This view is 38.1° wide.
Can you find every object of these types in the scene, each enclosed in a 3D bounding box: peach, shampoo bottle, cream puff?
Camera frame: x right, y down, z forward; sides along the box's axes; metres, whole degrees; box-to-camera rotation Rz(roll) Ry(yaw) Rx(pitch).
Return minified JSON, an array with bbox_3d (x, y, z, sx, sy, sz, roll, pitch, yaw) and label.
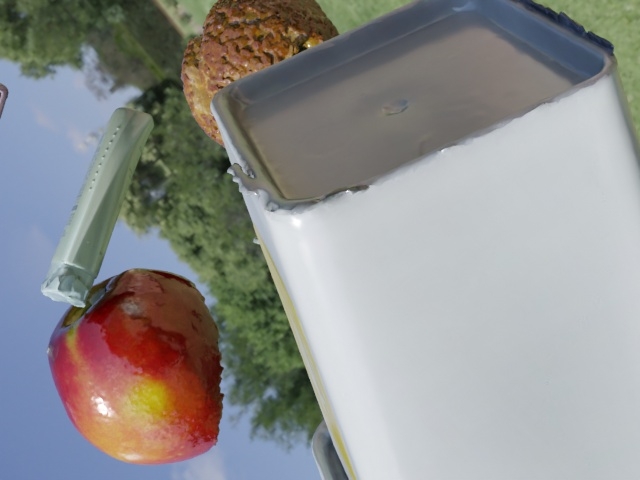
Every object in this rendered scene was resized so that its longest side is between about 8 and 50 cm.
[{"bbox_3d":[-0.188,0.145,1.043,0.226,0.190,0.196,51,-147,-23],"label":"peach"},{"bbox_3d":[-0.229,-0.036,0.961,0.049,0.212,0.072,23,164,-15],"label":"shampoo bottle"},{"bbox_3d":[-0.108,-0.268,1.513,0.303,0.212,0.303,28,128,44],"label":"cream puff"}]

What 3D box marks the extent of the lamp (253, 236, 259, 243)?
[{"bbox_3d":[0.000,0.000,1.257,0.198,0.056,0.050,9,-175,24],"label":"lamp"}]

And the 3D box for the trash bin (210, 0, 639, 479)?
[{"bbox_3d":[0.111,0.048,0.559,0.256,0.296,0.367,-117,4,-58],"label":"trash bin"}]

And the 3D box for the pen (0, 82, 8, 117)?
[{"bbox_3d":[-0.402,-0.166,0.978,0.197,0.053,0.032,22,-174,31],"label":"pen"}]
